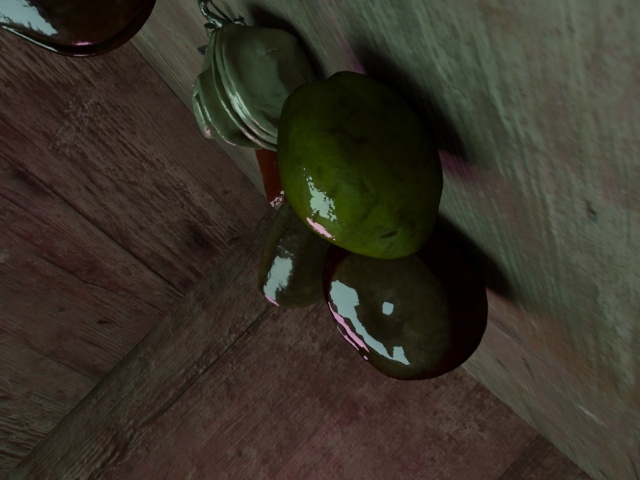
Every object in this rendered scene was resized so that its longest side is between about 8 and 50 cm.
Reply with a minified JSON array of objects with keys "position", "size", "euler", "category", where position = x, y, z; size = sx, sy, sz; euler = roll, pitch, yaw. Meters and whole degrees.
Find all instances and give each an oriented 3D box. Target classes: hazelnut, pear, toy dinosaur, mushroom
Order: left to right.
[{"position":[-0.567,-0.623,1.372],"size":[0.429,0.402,0.402],"euler":[40,176,-17],"category":"hazelnut"},{"position":[-0.189,-0.431,1.395],"size":[0.294,0.077,0.162],"euler":[39,166,32],"category":"toy dinosaur"},{"position":[-0.018,-0.003,1.679],"size":[0.224,0.397,0.314],"euler":[37,169,22],"category":"mushroom"},{"position":[0.063,-0.115,1.000],"size":[0.321,0.269,0.269],"euler":[59,171,-13],"category":"pear"},{"position":[0.191,0.127,1.454],"size":[0.409,0.359,0.359],"euler":[51,177,17],"category":"hazelnut"}]

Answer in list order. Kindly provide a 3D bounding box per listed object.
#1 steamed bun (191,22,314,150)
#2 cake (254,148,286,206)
[{"position":[-0.137,-0.282,1.249],"size":[0.289,0.203,0.276],"euler":[15,163,48],"category":"steamed bun"},{"position":[-0.121,-0.216,1.928],"size":[0.158,0.160,0.262],"euler":[-1,-143,-48],"category":"cake"}]
